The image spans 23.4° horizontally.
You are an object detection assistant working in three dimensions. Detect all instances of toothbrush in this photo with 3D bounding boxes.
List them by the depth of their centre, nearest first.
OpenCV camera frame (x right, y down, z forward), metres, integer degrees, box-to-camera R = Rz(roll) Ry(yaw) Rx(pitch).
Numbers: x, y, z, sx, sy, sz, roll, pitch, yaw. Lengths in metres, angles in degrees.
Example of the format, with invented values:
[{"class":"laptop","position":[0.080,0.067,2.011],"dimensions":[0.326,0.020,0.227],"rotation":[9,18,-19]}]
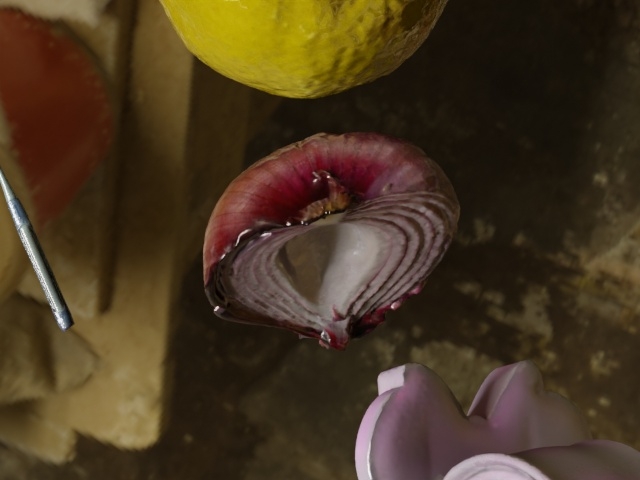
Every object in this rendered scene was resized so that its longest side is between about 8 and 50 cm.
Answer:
[{"class":"toothbrush","position":[-0.279,-0.017,1.444],"dimensions":[0.016,0.019,0.219],"rotation":[-24,88,-2]}]

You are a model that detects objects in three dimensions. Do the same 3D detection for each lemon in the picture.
[{"class":"lemon","position":[-0.009,-0.173,0.859],"dimensions":[0.187,0.244,0.186],"rotation":[-1,99,-8]}]

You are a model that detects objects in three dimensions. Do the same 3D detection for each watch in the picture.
[{"class":"watch","position":[0.157,0.205,1.028],"dimensions":[0.217,0.211,0.248],"rotation":[-3,87,55]}]

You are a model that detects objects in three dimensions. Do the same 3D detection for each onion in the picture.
[{"class":"onion","position":[0.000,0.000,1.370],"dimensions":[0.227,0.120,0.283],"rotation":[-12,149,-8]}]
